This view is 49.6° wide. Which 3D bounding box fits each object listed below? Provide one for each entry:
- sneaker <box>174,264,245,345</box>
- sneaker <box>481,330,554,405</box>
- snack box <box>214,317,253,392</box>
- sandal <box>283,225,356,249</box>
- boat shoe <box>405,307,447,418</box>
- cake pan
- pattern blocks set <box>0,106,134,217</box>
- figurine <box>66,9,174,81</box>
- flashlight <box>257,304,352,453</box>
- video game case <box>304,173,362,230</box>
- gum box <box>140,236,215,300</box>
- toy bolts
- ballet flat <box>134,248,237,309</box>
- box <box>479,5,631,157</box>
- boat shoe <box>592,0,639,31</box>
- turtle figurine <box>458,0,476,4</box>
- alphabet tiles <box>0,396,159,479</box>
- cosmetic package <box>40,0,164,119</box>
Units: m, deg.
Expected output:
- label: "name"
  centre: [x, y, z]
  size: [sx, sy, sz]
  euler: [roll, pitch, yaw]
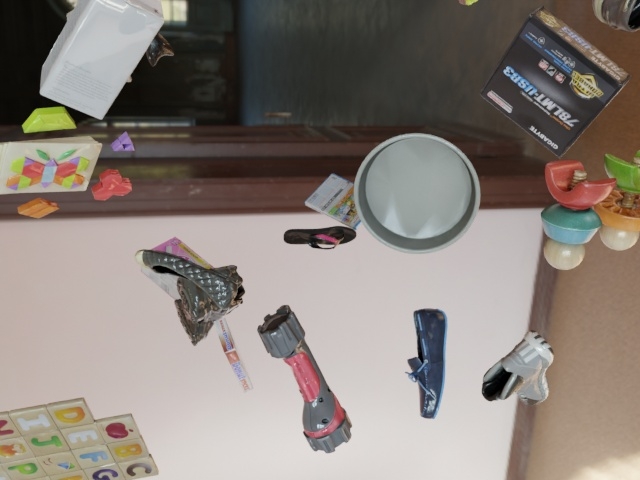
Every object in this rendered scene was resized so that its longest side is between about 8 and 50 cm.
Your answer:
- label: "sneaker"
  centre: [-0.218, 0.129, 1.388]
  size: [0.109, 0.130, 0.286]
  euler: [63, 158, 11]
- label: "sneaker"
  centre: [0.351, 0.262, 1.280]
  size: [0.086, 0.132, 0.229]
  euler: [48, 163, 38]
- label: "snack box"
  centre: [-0.149, 0.203, 1.207]
  size: [0.178, 0.022, 0.064]
  euler: [81, 167, -56]
- label: "sandal"
  centre: [0.000, 0.000, 1.669]
  size: [0.067, 0.179, 0.040]
  euler: [102, 162, -50]
- label: "boat shoe"
  centre: [0.244, 0.291, 1.650]
  size: [0.109, 0.088, 0.259]
  euler: [116, 160, -69]
- label: "cake pan"
  centre: [0.226, -0.112, 1.627]
  size: [0.054, 0.292, 0.294]
  euler: [-60, -25, -66]
- label: "pattern blocks set"
  centre: [-0.505, -0.135, 1.282]
  size: [0.026, 0.324, 0.285]
  euler: [61, 151, 26]
- label: "figurine"
  centre: [-0.484, -0.491, 1.687]
  size: [0.092, 0.214, 0.210]
  euler: [41, 163, 44]
- label: "flashlight"
  centre: [-0.034, 0.288, 1.402]
  size: [0.304, 0.103, 0.103]
  euler: [64, 169, -22]
- label: "video game case"
  centre: [0.059, -0.101, 1.771]
  size: [0.166, 0.119, 0.015]
  euler: [28, 151, 29]
- label: "gum box"
  centre: [-0.339, 0.077, 1.679]
  size: [0.188, 0.107, 0.062]
  euler: [35, 133, 21]
- label: "toy bolts"
  centre: [0.446, -0.026, 1.035]
  size: [0.218, 0.228, 0.159]
  euler: [-126, 34, -58]
- label: "ballet flat"
  centre: [-0.201, 0.051, 1.009]
  size: [0.057, 0.173, 0.049]
  euler: [49, -119, -69]
- label: "box"
  centre: [0.609, -0.411, 1.834]
  size: [0.295, 0.073, 0.293]
  euler: [43, 145, 10]
- label: "boat shoe"
  centre: [0.680, -0.538, 1.295]
  size: [0.355, 0.132, 0.130]
  euler: [-54, 36, 31]
- label: "turtle figurine"
  centre: [0.210, -0.505, 1.161]
  size: [0.087, 0.217, 0.270]
  euler: [3, 58, 48]
- label: "alphabet tiles"
  centre: [-0.455, 0.367, 1.133]
  size: [0.011, 0.342, 0.285]
  euler: [-104, 5, -50]
- label: "cosmetic package"
  centre: [-0.369, -0.326, 1.160]
  size: [0.231, 0.117, 0.086]
  euler: [-45, 43, 28]
